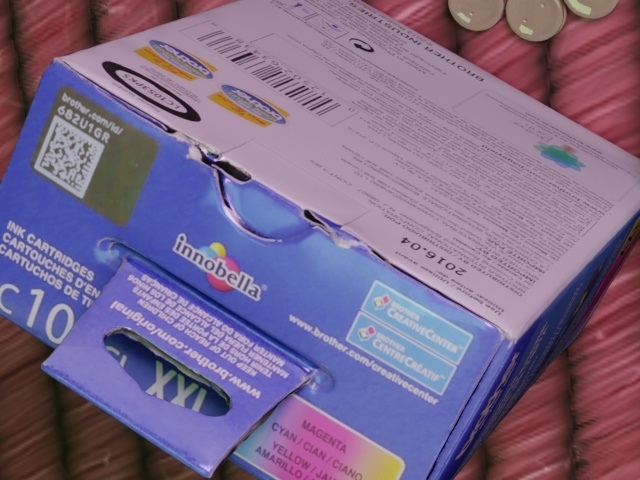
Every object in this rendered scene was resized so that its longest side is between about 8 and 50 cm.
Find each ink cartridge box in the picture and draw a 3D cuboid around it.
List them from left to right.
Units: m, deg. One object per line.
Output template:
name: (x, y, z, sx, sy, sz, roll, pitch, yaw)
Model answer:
ink cartridge box: (0.000, 0.000, 1.003, 0.270, 0.395, 0.151, 31, 113, 12)

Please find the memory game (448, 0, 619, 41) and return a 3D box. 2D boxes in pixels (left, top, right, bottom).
memory game: (0.117, -0.208, 1.100, 0.186, 0.012, 0.186, 10, 115, 21)
